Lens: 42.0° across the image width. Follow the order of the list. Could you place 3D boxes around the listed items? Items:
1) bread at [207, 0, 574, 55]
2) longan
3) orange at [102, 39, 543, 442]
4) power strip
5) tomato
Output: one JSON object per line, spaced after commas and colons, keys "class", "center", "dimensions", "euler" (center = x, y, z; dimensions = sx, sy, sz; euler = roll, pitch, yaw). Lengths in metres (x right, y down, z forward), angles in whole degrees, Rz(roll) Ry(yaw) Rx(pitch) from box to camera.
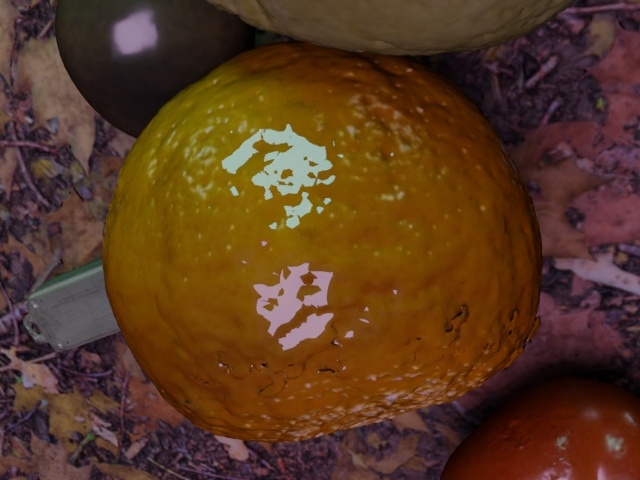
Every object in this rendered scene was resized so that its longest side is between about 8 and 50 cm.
{"class": "bread", "center": [0.043, -0.247, 0.539], "dimensions": [0.321, 0.320, 0.237], "euler": [4, 142, 14]}
{"class": "longan", "center": [-0.140, -0.176, 0.716], "dimensions": [0.168, 0.167, 0.187], "euler": [13, 137, 10]}
{"class": "orange", "center": [0.000, 0.000, 0.661], "dimensions": [0.341, 0.341, 0.293], "euler": [-22, 70, 23]}
{"class": "power strip", "center": [-0.200, 0.049, 0.886], "dimensions": [0.272, 0.052, 0.078], "euler": [-20, 106, 23]}
{"class": "tomato", "center": [0.244, 0.247, 0.776], "dimensions": [0.260, 0.180, 0.259], "euler": [5, 115, 11]}
